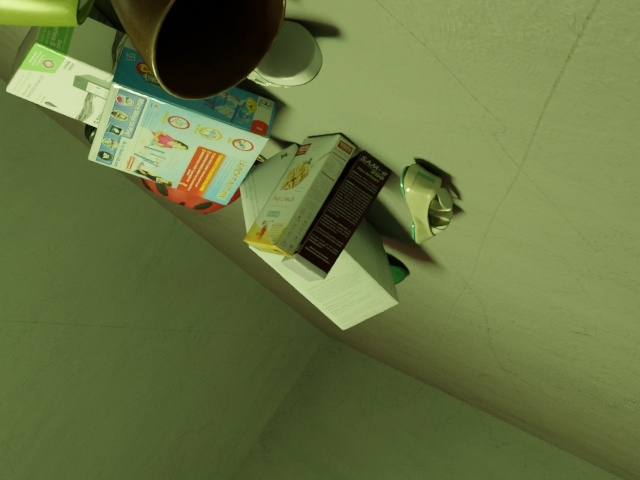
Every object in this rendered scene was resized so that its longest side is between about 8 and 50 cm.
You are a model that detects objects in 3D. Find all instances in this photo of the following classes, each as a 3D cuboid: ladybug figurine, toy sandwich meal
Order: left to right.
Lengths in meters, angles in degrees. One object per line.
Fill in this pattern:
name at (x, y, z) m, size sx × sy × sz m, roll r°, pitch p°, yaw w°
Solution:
ladybug figurine at (-0.325, -0.169, 2.347) m, size 0.305 × 0.162 × 0.449 m, roll 24°, pitch 179°, yaw -12°
toy sandwich meal at (-0.154, -0.184, 2.279) m, size 0.085 × 0.029 × 0.085 m, roll 33°, pitch 169°, yaw 7°

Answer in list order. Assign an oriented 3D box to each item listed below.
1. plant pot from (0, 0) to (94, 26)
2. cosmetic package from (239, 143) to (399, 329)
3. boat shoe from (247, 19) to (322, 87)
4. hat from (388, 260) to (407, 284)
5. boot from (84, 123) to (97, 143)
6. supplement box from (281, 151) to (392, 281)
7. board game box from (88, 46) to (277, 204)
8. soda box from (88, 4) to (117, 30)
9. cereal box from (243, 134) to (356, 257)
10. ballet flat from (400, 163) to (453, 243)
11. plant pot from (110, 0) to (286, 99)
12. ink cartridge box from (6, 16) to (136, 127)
plant pot at (-0.523, -0.470, 1.597) m, size 0.293 × 0.275 × 0.275 m, roll 19°, pitch 170°, yaw -4°
cosmetic package at (0.000, 0.000, 2.059) m, size 0.385 × 0.156 × 0.217 m, roll 44°, pitch -155°, yaw -42°
boat shoe at (-0.068, -0.273, 1.460) m, size 0.088 × 0.096 × 0.267 m, roll 37°, pitch 171°, yaw -39°
hat at (0.105, 0.020, 2.434) m, size 0.208 × 0.184 × 0.173 m, roll -13°, pitch 156°, yaw 16°
boot at (-0.542, -0.345, 2.232) m, size 0.207 × 0.246 × 0.094 m, roll 33°, pitch 136°, yaw -5°
supplement box at (0.028, -0.042, 1.790) m, size 0.073 × 0.239 × 0.130 m, roll 34°, pitch 170°, yaw -9°
board game box at (-0.276, -0.212, 1.878) m, size 0.302 × 0.086 × 0.308 m, roll 18°, pitch 152°, yaw -14°
soda box at (-0.465, -0.401, 2.064) m, size 0.091 × 0.098 × 0.286 m, roll 25°, pitch 166°, yaw 37°
cereal box at (-0.041, -0.086, 1.799) m, size 0.047 × 0.240 × 0.173 m, roll 34°, pitch 169°, yaw -22°
ballet flat at (0.195, -0.055, 1.698) m, size 0.086 × 0.086 × 0.248 m, roll 30°, pitch 168°, yaw 22°
plant pot at (-0.201, -0.346, 1.312) m, size 0.230 × 0.215 × 0.215 m, roll 45°, pitch 175°, yaw 27°
ink cartridge box at (-0.460, -0.335, 1.930) m, size 0.272 × 0.115 × 0.198 m, roll 21°, pitch 149°, yaw -26°
